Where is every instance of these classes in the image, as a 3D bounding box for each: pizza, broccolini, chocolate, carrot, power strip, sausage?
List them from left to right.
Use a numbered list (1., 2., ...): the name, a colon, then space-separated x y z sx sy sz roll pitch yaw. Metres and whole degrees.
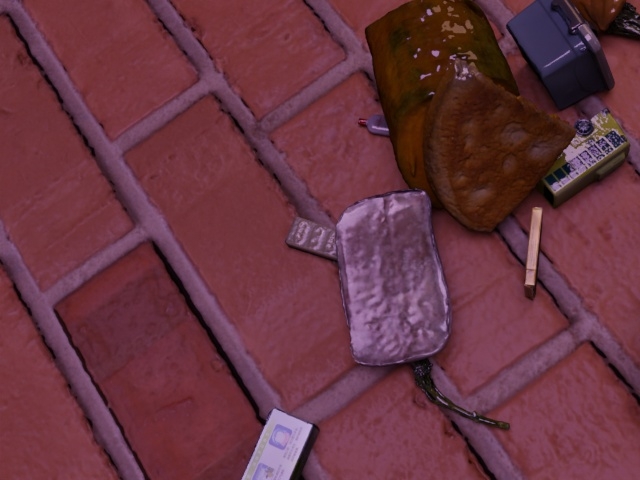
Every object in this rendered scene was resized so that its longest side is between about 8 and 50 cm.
1. power strip: 0.000 0.000 1.682 0.123 0.032 0.056 18 76 16
2. chocolate: 0.130 0.070 1.594 0.185 0.100 0.303 -11 69 12
3. carrot: 0.221 -0.262 1.622 0.241 0.241 0.341 -17 66 5
4. broccolini: 0.229 0.269 1.540 0.194 0.054 0.052 35 110 14
5. pizza: 0.248 -0.149 1.522 0.258 0.268 0.087 -52 32 25
6. sausage: 0.518 -0.549 1.710 0.134 0.116 0.354 -21 52 43
7. broccolini: 0.635 -0.379 1.691 0.216 0.058 0.067 24 114 11

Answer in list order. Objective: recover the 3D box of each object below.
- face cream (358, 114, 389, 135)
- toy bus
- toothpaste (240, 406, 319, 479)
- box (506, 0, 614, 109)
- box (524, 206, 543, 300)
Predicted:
1. face cream: 0.113 -0.221 1.745 0.083 0.021 0.040 12 73 16
2. toy bus: 0.457 -0.144 1.612 0.175 0.088 0.101 -35 68 0
3. toothpaste: -0.108 0.450 1.520 0.081 0.067 0.337 20 76 17
4. box: 0.431 -0.341 1.623 0.130 0.227 0.162 -34 67 16
5. box: 0.367 0.023 1.575 0.020 0.073 0.149 5 70 15
